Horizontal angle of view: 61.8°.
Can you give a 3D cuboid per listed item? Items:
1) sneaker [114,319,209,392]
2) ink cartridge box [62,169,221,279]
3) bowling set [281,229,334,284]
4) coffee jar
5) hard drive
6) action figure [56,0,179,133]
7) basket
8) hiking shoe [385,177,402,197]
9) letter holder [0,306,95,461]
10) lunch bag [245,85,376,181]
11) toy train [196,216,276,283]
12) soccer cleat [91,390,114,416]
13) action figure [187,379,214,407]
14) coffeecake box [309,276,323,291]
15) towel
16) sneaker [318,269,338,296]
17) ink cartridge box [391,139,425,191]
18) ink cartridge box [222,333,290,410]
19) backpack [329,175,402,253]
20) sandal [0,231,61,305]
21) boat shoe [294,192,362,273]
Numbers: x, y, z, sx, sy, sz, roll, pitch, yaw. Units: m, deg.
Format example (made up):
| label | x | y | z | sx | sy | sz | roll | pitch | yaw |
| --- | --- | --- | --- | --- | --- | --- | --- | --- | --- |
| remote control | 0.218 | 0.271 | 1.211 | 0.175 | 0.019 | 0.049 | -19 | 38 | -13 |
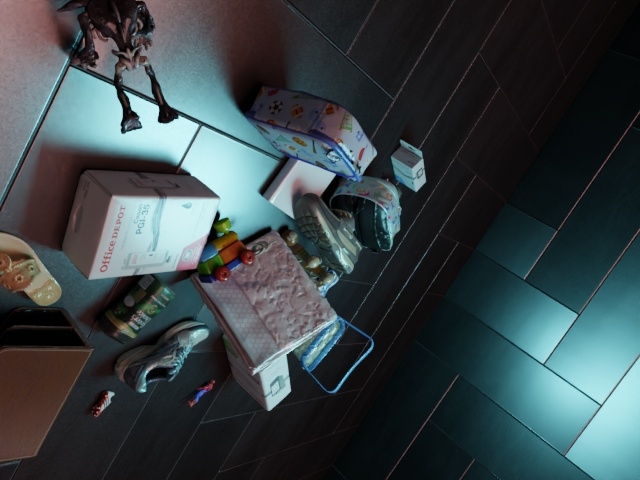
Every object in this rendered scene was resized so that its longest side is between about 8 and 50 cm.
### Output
| label | x | y | z | sx | sy | sz | roll | pitch | yaw |
| --- | --- | --- | --- | --- | --- | --- | --- | --- | --- |
| sneaker | -0.423 | 0.334 | 1.512 | 0.283 | 0.122 | 0.110 | -29 | 143 | -35 |
| ink cartridge box | -0.389 | -0.035 | 1.184 | 0.283 | 0.117 | 0.207 | -5 | 125 | -52 |
| bowling set | -0.086 | 0.082 | 1.686 | 0.287 | 0.154 | 0.199 | -30 | 143 | -34 |
| coffee jar | -0.459 | 0.171 | 1.339 | 0.184 | 0.079 | 0.096 | -46 | 149 | -12 |
| hard drive | -0.023 | -0.212 | 1.582 | 0.307 | 0.040 | 0.203 | -54 | 150 | 1 |
| action figure | -0.348 | -0.331 | 0.926 | 0.164 | 0.141 | 0.275 | -25 | 114 | -27 |
| basket | 0.022 | 0.391 | 2.017 | 0.255 | 0.289 | 0.201 | -46 | 152 | -12 |
| hiking shoe | 0.201 | -0.122 | 1.963 | 0.114 | 0.086 | 0.226 | 30 | 91 | -46 |
| letter holder | -0.665 | 0.303 | 1.123 | 0.214 | 0.152 | 0.301 | 16 | 108 | -56 |
| lunch bag | -0.016 | -0.249 | 1.294 | 0.114 | 0.304 | 0.243 | -59 | 150 | -8 |
| toy train | -0.238 | -0.001 | 1.441 | 0.248 | 0.105 | 0.143 | -36 | 112 | -36 |
| soccer cleat | -0.602 | 0.454 | 1.483 | 0.036 | 0.029 | 0.083 | 23 | 97 | -55 |
| action figure | -0.404 | 0.515 | 1.819 | 0.115 | 0.030 | 0.038 | -37 | 152 | -34 |
| coffeecake box | -0.081 | 0.231 | 1.892 | 0.142 | 0.068 | 0.185 | -15 | 134 | -62 |
| towel | -0.155 | 0.161 | 1.518 | 0.317 | 0.331 | 0.053 | -29 | 169 | -34 |
| sneaker | 0.009 | 0.167 | 2.008 | 0.144 | 0.053 | 0.059 | -50 | 151 | -23 |
| ink cartridge box | 0.316 | -0.269 | 1.928 | 0.060 | 0.104 | 0.180 | -45 | 148 | -12 |
| ink cartridge box | -0.213 | 0.424 | 1.818 | 0.115 | 0.198 | 0.272 | -37 | 147 | -28 |
| backpack | 0.150 | -0.105 | 1.758 | 0.191 | 0.225 | 0.253 | -64 | 152 | -28 |
| sandal | -0.584 | 0.072 | 1.063 | 0.088 | 0.079 | 0.240 | -43 | 148 | -17 |
| boat shoe | 0.032 | -0.040 | 1.661 | 0.130 | 0.132 | 0.355 | -53 | 143 | -19 |
